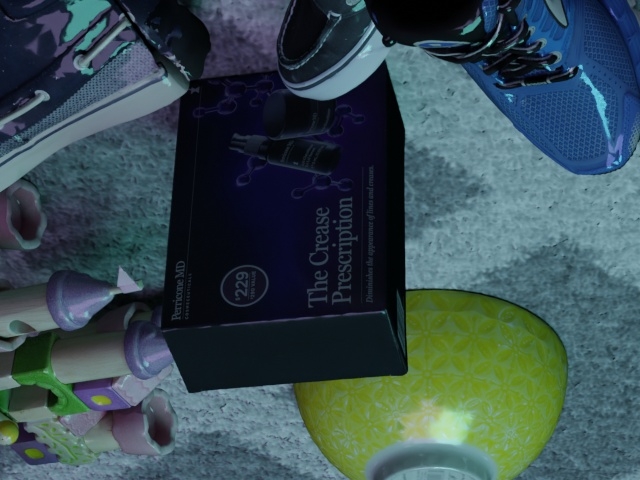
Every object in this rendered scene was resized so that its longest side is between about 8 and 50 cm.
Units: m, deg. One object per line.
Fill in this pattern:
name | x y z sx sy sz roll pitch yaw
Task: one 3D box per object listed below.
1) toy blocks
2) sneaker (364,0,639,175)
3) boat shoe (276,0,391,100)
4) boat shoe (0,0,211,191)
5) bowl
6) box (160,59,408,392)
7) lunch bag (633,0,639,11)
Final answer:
toy blocks | -0.224 0.134 1.688 0.260 0.309 0.288 -9 143 24
sneaker | 0.090 -0.145 1.118 0.130 0.147 0.330 -17 130 36
boat shoe | 0.025 -0.219 1.360 0.102 0.108 0.301 3 145 -32
boat shoe | -0.269 -0.140 1.497 0.341 0.127 0.158 -26 130 20
bowl | 0.113 0.195 1.889 0.289 0.156 0.289 1 144 1
box | -0.026 -0.014 1.525 0.184 0.261 0.103 -7 142 11
lunch bag | 0.226 -0.246 1.236 0.160 0.223 0.262 18 142 -6
